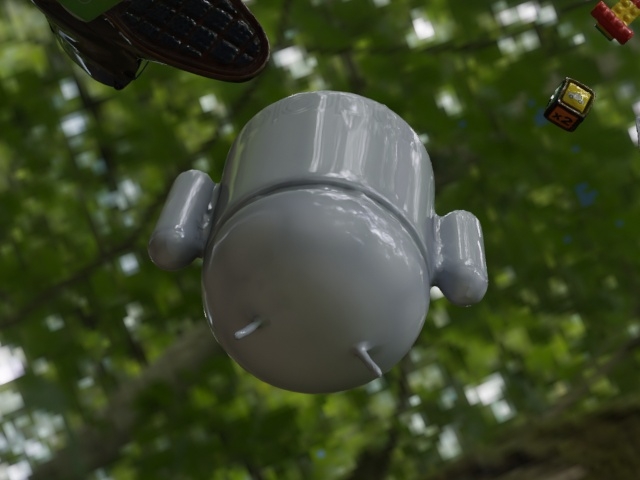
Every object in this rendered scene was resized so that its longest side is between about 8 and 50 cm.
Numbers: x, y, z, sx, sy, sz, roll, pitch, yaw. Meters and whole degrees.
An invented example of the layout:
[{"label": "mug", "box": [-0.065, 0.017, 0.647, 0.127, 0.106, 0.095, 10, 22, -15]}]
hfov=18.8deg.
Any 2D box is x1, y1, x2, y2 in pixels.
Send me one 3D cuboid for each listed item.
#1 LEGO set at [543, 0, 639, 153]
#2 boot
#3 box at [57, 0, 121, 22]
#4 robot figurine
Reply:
[{"label": "LEGO set", "box": [0.248, -0.116, 1.157, 0.060, 0.244, 0.182, 126, -37, -63]}, {"label": "boot", "box": [-0.123, -0.153, 1.395, 0.219, 0.082, 0.106, 29, -21, 20]}, {"label": "box", "box": [-0.072, -0.248, 0.899, 0.232, 0.322, 0.058, 35, 36, -43]}, {"label": "robot figurine", "box": [0.000, 0.000, 1.734, 0.353, 0.300, 0.199, -84, 178, -57]}]
